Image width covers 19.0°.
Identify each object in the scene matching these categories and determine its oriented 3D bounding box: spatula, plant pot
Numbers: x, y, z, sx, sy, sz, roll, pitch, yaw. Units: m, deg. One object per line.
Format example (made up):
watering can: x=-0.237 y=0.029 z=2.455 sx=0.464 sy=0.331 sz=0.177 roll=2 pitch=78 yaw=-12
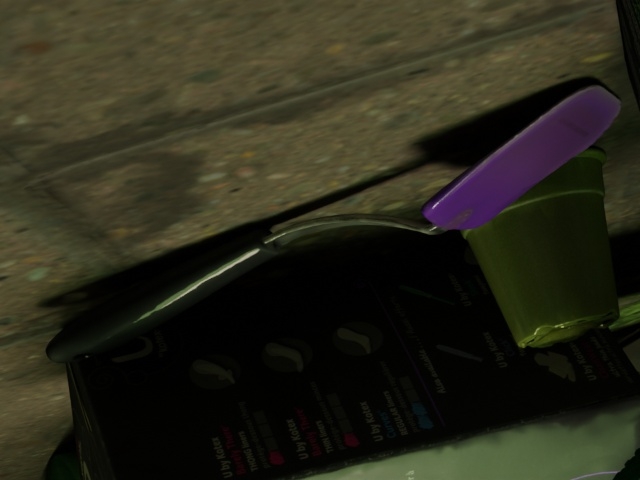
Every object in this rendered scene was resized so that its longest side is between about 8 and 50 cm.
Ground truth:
spatula: x=0.000 y=0.000 z=0.865 sx=0.296 sy=0.030 sz=0.084 roll=-21 pitch=168 yaw=20
plant pot: x=0.108 y=0.007 z=0.911 sx=0.083 sy=0.079 sz=0.083 roll=-15 pitch=166 yaw=-4

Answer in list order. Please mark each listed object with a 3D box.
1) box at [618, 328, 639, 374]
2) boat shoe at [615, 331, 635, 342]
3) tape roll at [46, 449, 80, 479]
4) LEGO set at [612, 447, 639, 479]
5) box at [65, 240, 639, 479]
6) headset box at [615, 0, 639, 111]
box: x=0.271 y=0.087 z=1.200 sx=0.262 sy=0.127 sz=0.231 roll=-29 pitch=170 yaw=-15
boat shoe: x=0.174 y=0.182 z=1.473 sx=0.340 sy=0.127 sz=0.158 roll=-25 pitch=-165 yaw=35
tape roll: x=-0.113 y=0.295 z=1.297 sx=0.077 sy=0.321 sz=0.321 roll=-10 pitch=165 yaw=-17
LEGO set: x=0.287 y=0.069 z=0.849 sx=0.331 sy=0.192 sz=0.255 roll=-50 pitch=174 yaw=-27
box: x=0.016 y=0.119 z=0.994 sx=0.270 sy=0.143 sz=0.165 roll=-12 pitch=131 yaw=-14
headset box: x=0.226 y=-0.074 z=0.611 sx=0.246 sy=0.131 sz=0.283 roll=-18 pitch=166 yaw=7
